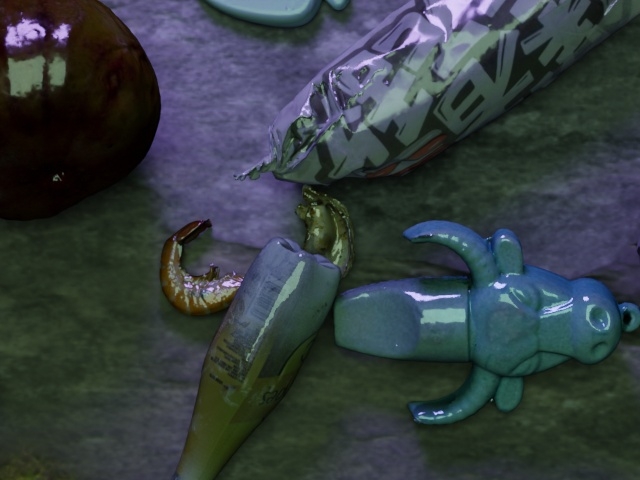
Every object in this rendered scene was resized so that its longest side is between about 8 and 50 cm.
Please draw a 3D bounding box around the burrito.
[{"bbox_3d":[0.118,-0.163,1.632,0.445,0.101,0.139,-36,87,-5],"label":"burrito"}]

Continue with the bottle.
[{"bbox_3d":[-0.071,0.128,1.603,0.083,0.083,0.270,27,95,6],"label":"bottle"}]

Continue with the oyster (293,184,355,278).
[{"bbox_3d":[0.000,0.000,1.649,0.080,0.038,0.083,36,103,12],"label":"oyster"}]

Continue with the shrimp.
[{"bbox_3d":[-0.084,0.024,1.647,0.127,0.025,0.091,-2,77,-2],"label":"shrimp"}]

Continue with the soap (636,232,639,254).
[{"bbox_3d":[0.426,-0.011,1.502,0.285,0.296,0.107,17,85,6],"label":"soap"}]

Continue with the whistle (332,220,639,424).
[{"bbox_3d":[0.148,0.069,1.601,0.274,0.093,0.186,-1,108,5],"label":"whistle"}]

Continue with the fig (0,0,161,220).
[{"bbox_3d":[-0.255,-0.180,1.630,0.217,0.217,0.321,-9,52,0],"label":"fig"}]

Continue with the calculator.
[{"bbox_3d":[-0.046,-0.249,1.689,0.153,0.021,0.095,10,82,7],"label":"calculator"}]
